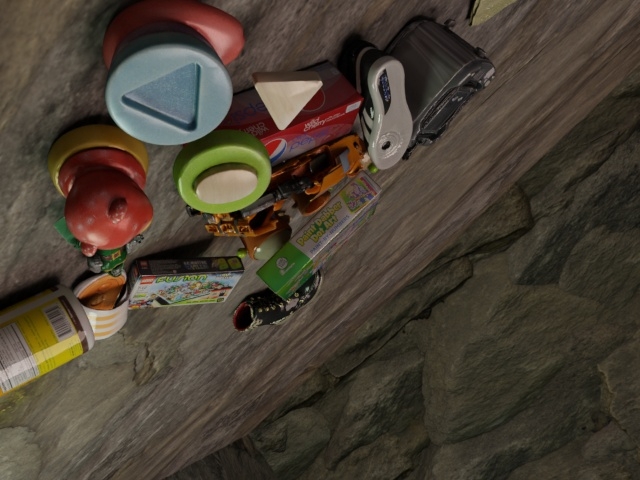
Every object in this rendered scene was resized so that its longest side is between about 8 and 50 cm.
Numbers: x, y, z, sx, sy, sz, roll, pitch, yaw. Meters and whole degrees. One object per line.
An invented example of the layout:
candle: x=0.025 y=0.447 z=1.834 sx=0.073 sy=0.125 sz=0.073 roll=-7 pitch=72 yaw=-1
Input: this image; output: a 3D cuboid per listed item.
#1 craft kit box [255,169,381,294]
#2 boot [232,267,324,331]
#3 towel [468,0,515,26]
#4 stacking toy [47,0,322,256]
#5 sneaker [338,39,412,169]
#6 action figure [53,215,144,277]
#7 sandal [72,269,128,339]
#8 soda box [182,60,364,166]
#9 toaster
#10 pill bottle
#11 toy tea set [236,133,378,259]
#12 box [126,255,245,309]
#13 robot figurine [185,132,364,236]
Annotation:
craft kit box: x=0.000 y=0.000 z=1.251 sx=0.250 sy=0.061 sz=0.246 roll=-44 pitch=171 yaw=-4
boot: x=-0.108 y=0.152 z=1.796 sx=0.236 sy=0.085 sz=0.178 roll=-47 pitch=159 yaw=28
towel: x=0.329 y=-0.449 z=1.236 sx=0.148 sy=0.027 sz=0.110 roll=-35 pitch=164 yaw=-10
stacking toy: x=-0.149 y=-0.102 z=0.815 sx=0.279 sy=0.130 sz=0.309 roll=10 pitch=134 yaw=-32
sneaker: x=0.086 y=-0.228 z=1.126 sx=0.079 sy=0.121 sz=0.217 roll=-25 pitch=140 yaw=-16
action figure: x=-0.315 y=-0.001 z=1.034 sx=0.137 sy=0.063 sz=0.232 roll=-34 pitch=166 yaw=-24
sandal: x=-0.388 y=0.143 z=1.221 sx=0.102 sy=0.076 sz=0.265 roll=-24 pitch=158 yaw=-40
soda box: x=-0.068 y=-0.174 z=1.024 sx=0.263 sy=0.092 sz=0.083 roll=-28 pitch=159 yaw=-30
toaster: x=0.175 y=-0.266 z=1.190 sx=0.129 sy=0.146 sz=0.227 roll=-13 pitch=149 yaw=-53
pill bottle: x=-0.463 y=0.160 z=1.043 sx=0.215 sy=0.117 sz=0.117 roll=-28 pitch=160 yaw=-30
toy tea set: x=-0.019 y=-0.069 z=1.339 sx=0.336 sy=0.124 sz=0.200 roll=-43 pitch=162 yaw=15
box: x=-0.256 y=0.077 z=1.285 sx=0.207 sy=0.036 sz=0.114 roll=-2 pitch=144 yaw=-35
robot figurine: x=-0.069 y=-0.089 z=1.103 sx=0.211 sy=0.085 sz=0.291 roll=2 pitch=-150 yaw=46
